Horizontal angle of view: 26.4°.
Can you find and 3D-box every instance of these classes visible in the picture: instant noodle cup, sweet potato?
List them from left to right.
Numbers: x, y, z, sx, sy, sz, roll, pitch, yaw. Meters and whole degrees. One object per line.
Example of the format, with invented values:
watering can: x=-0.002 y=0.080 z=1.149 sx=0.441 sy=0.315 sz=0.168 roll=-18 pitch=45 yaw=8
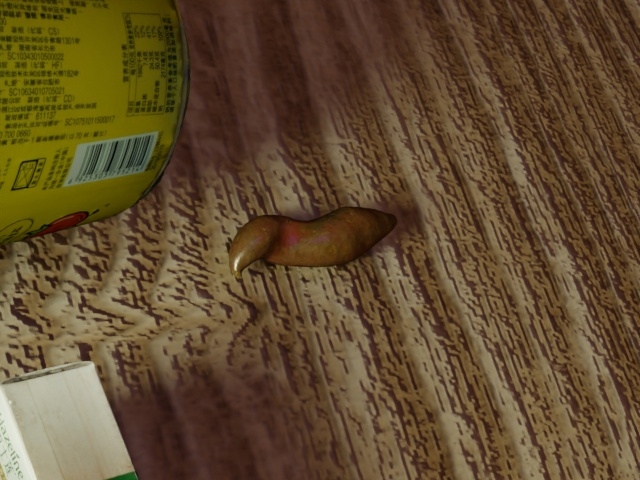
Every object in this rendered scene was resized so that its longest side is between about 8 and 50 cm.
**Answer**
instant noodle cup: x=-0.269 y=-0.127 z=1.003 sx=0.254 sy=0.325 sz=0.325 roll=-9 pitch=67 yaw=-46
sweet potato: x=0.000 y=-0.002 z=1.258 sx=0.202 sy=0.058 sz=0.055 roll=-7 pitch=87 yaw=-38

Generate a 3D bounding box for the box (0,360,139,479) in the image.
box: x=-0.179 y=0.201 z=0.938 sx=0.081 sy=0.135 sz=0.199 roll=-13 pitch=71 yaw=-40
